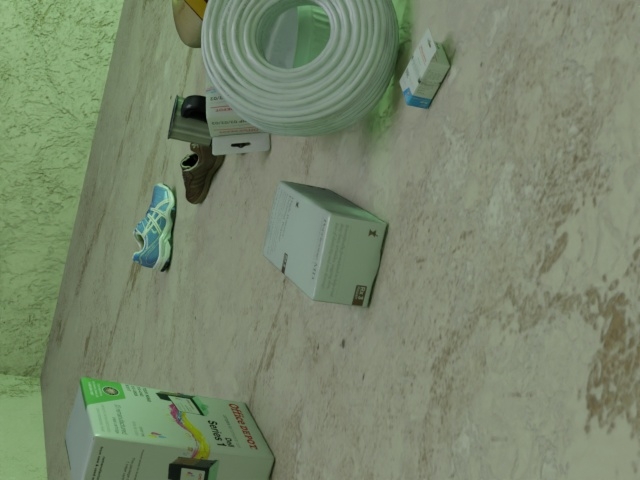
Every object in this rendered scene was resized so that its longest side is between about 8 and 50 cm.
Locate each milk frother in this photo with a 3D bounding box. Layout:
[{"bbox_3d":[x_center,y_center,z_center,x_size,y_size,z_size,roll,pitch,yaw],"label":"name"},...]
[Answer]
[{"bbox_3d":[-0.200,-0.248,1.994,0.129,0.135,0.143,116,162,-48],"label":"milk frother"}]

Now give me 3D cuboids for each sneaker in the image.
[{"bbox_3d":[-0.253,-0.143,2.186,0.188,0.071,0.066,125,147,-48],"label":"sneaker"},{"bbox_3d":[-0.375,-0.036,2.448,0.080,0.081,0.211,132,144,-57],"label":"sneaker"}]

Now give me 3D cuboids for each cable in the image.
[{"bbox_3d":[-0.027,-0.265,1.410,0.089,0.257,0.257,34,-106,-76],"label":"cable"}]

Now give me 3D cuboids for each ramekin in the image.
[{"bbox_3d":[-0.019,-0.251,1.572,0.207,0.109,0.207,-170,90,-70],"label":"ramekin"}]

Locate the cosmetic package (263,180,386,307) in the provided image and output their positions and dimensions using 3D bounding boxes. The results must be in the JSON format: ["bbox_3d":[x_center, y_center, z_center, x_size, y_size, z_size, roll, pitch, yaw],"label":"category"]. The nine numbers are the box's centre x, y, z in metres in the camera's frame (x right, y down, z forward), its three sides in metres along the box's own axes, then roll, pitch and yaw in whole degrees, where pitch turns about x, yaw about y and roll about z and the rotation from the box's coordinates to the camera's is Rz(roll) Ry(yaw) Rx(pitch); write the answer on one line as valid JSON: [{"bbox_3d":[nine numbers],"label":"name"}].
[{"bbox_3d":[0.000,0.000,1.452,0.231,0.085,0.117,-145,65,-68],"label":"cosmetic package"}]

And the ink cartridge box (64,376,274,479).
[{"bbox_3d":[-0.233,0.318,1.655,0.201,0.278,0.117,-134,59,-65],"label":"ink cartridge box"}]

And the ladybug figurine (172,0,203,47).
[{"bbox_3d":[-0.170,-0.564,2.018,0.305,0.162,0.449,150,126,-65],"label":"ladybug figurine"}]

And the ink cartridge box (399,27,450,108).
[{"bbox_3d":[0.126,-0.203,1.283,0.048,0.028,0.083,-102,29,-43],"label":"ink cartridge box"}]

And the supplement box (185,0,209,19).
[{"bbox_3d":[-0.145,-0.449,1.756,0.194,0.129,0.191,-42,2,3],"label":"supplement box"}]

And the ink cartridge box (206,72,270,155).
[{"bbox_3d":[-0.142,-0.240,1.874,0.061,0.104,0.181,82,-177,-59],"label":"ink cartridge box"}]
